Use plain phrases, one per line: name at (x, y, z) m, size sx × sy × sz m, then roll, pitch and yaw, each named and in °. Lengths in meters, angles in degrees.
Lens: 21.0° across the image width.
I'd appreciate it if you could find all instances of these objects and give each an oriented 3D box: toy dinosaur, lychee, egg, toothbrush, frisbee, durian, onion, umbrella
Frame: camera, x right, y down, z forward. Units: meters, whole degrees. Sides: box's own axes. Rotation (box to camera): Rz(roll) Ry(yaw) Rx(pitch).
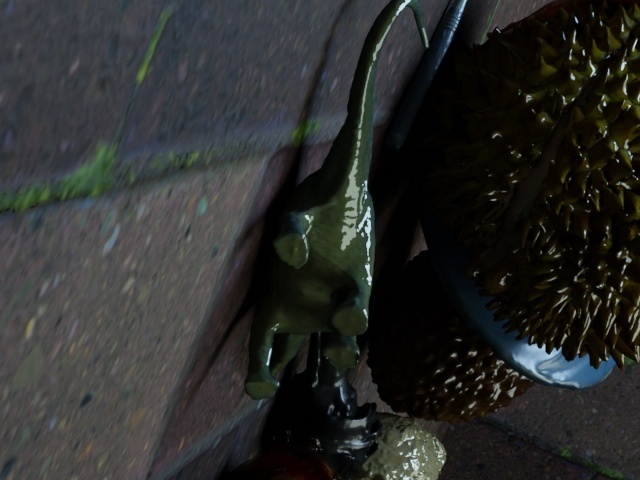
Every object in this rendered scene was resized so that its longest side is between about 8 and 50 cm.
toy dinosaur at (-0.002, 0.010, 1.171) m, size 0.147 × 0.076 × 0.363 m, roll -85°, pitch -169°, yaw -53°
lychee at (0.155, 0.088, 1.795) m, size 0.238 × 0.200 × 0.200 m, roll -35°, pitch 165°, yaw -5°
egg at (0.056, 0.225, 1.751) m, size 0.118 × 0.140 × 0.116 m, roll -74°, pitch 175°, yaw -47°
toothbrush at (0.105, -0.174, 1.445) m, size 0.219 × 0.016 × 0.019 m, roll -64°, pitch 168°, yaw -9°
frisbee at (0.216, 0.010, 1.725) m, size 0.049 × 0.289 × 0.289 m, roll -36°, pitch -169°, yaw 38°
durian at (0.256, -0.060, 1.537) m, size 0.384 × 0.347 × 0.348 m, roll -41°, pitch 157°, yaw -36°
onion at (-0.025, 0.221, 1.392) m, size 0.119 × 0.118 × 0.117 m, roll -66°, pitch 155°, yaw -3°
umbrella at (-0.004, 0.179, 1.501) m, size 0.118 × 0.118 × 0.340 m, roll -53°, pitch 155°, yaw -51°

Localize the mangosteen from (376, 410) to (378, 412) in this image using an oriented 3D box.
mangosteen at (0.058, 0.329, 1.903) m, size 0.231 × 0.231 × 0.289 m, roll -50°, pitch 124°, yaw -57°
